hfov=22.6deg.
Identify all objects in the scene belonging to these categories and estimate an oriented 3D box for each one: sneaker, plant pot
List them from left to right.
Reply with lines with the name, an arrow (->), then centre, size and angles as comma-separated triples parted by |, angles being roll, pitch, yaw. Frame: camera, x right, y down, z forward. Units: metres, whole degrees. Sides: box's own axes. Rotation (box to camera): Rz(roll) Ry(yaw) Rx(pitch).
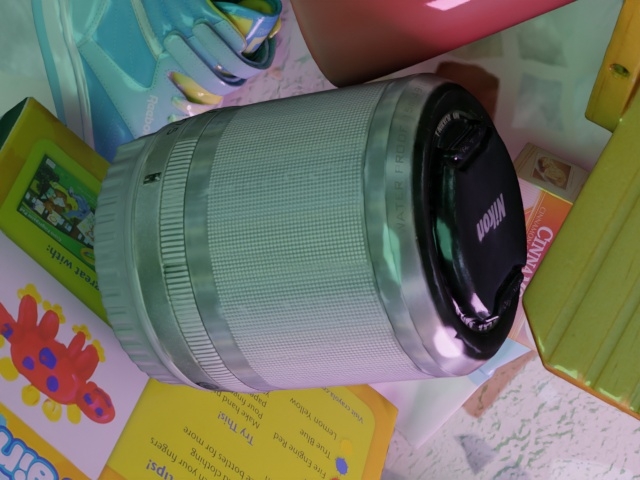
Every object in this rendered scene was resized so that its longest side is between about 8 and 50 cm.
sneaker -> -0.113, -0.111, 1.380 | 0.208, 0.127, 0.319 | -9, 107, 24
plant pot -> 0.102, -0.264, 1.179 | 0.243, 0.275, 0.274 | -10, 106, 13

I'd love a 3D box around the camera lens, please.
camera lens -> 0.000, 0.000, 1.191 | 0.274, 0.219, 0.219 | -8, 107, 26

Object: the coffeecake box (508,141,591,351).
coffeecake box -> 0.218, 0.028, 1.305 | 0.186, 0.068, 0.142 | 27, 123, 10

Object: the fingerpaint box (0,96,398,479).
fingerpaint box -> -0.176, 0.174, 1.286 | 0.445, 0.371, 0.163 | 41, 133, -24

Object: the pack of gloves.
pack of gloves -> 0.087, 0.060, 1.415 | 0.195, 0.046, 0.232 | 46, 118, 0

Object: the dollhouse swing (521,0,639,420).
dollhouse swing -> 0.337, -0.034, 1.104 | 0.347, 0.305, 0.315 | 29, 157, 12
